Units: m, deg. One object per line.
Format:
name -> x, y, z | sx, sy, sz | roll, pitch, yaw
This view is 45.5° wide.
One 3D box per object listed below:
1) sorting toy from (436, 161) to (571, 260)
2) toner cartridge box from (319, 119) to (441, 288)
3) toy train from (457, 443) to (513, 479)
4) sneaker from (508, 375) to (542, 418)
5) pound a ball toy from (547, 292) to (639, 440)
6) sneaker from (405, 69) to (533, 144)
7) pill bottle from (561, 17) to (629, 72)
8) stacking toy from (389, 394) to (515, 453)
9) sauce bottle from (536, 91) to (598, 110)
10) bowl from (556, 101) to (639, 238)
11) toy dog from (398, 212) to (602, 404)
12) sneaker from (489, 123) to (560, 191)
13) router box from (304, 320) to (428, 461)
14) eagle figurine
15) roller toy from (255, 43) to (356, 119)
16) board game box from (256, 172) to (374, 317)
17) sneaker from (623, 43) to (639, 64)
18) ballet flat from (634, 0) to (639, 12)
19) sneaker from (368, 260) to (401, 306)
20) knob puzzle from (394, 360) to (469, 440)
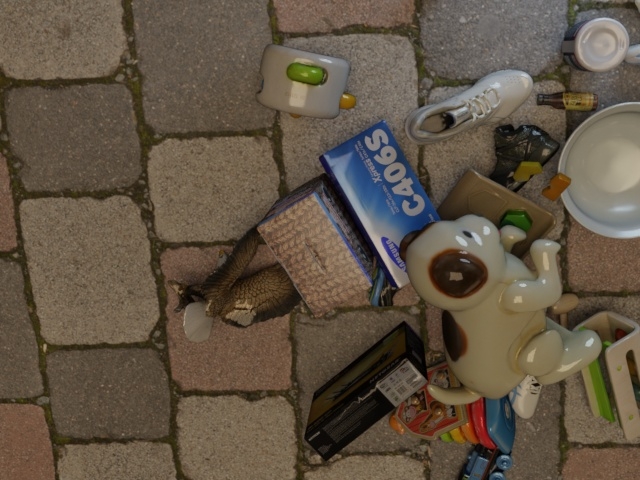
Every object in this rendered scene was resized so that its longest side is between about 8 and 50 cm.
sorting toy -> 0.401, -0.063, 1.699 | 0.229, 0.041, 0.307 | 30, 136, -1
toner cartridge box -> 0.154, -0.081, 1.731 | 0.165, 0.075, 0.347 | -31, 93, -7
toy train -> 0.413, 0.574, 1.914 | 0.105, 0.080, 0.184 | 20, 105, 6
sneaker -> 0.501, 0.304, 1.799 | 0.085, 0.086, 0.237 | 14, 84, -21
pound a ball toy -> 0.672, 0.274, 1.791 | 0.136, 0.208, 0.319 | -27, 114, -12
sneaker -> 0.332, -0.284, 1.680 | 0.297, 0.129, 0.111 | -26, 98, 9
pill bottle -> 0.568, -0.409, 1.602 | 0.108, 0.180, 0.107 | 1, 104, 4
stacking toy -> 0.309, 0.432, 1.860 | 0.302, 0.175, 0.165 | -13, 140, 24
sauce bottle -> 0.549, -0.310, 1.699 | 0.128, 0.042, 0.042 | 2, 104, 3
bowl -> 0.661, -0.161, 1.680 | 0.298, 0.134, 0.297 | 1, 105, 5
toy dog -> 0.332, 0.119, 1.629 | 0.395, 0.284, 0.408 | -33, 118, 4
sneaker -> 0.418, -0.174, 1.728 | 0.130, 0.087, 0.227 | 48, 122, 15
router box -> 0.109, 0.348, 1.797 | 0.309, 0.243, 0.081 | -41, 97, 12
eagle figurine -> -0.202, 0.096, 1.793 | 0.298, 0.226, 0.225 | -21, 81, 15
roller toy -> -0.039, -0.340, 1.668 | 0.191, 0.209, 0.146 | 23, 108, 35
board game box -> 0.000, 0.000, 1.695 | 0.141, 0.291, 0.232 | -31, 100, 11
sneaker -> 0.771, -0.367, 1.642 | 0.240, 0.091, 0.126 | -3, 104, 5
ballet flat -> 0.681, -0.540, 1.604 | 0.086, 0.086, 0.248 | -33, 98, 12
sneaker -> 0.174, 0.073, 1.823 | 0.078, 0.067, 0.188 | 14, 104, -21
knob puzzle -> 0.253, 0.389, 1.832 | 0.213, 0.213, 0.030 | -46, 128, 13
